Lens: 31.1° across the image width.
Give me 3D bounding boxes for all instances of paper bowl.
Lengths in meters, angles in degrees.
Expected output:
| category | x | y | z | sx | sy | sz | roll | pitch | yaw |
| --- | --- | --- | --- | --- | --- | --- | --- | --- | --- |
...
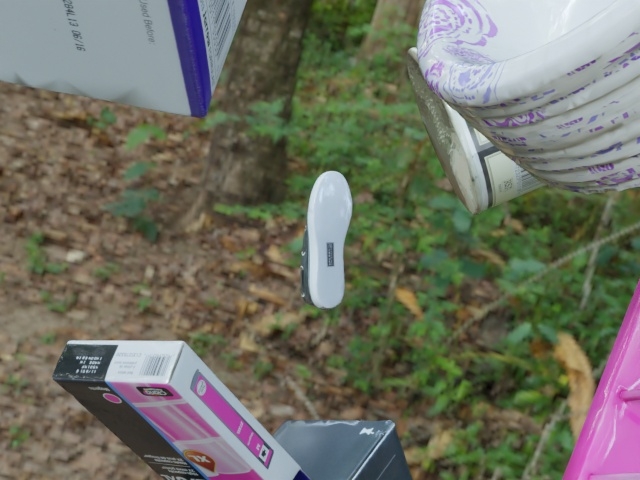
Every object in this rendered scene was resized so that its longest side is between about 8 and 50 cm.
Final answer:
| category | x | y | z | sx | sy | sz | roll | pitch | yaw |
| --- | --- | --- | --- | --- | --- | --- | --- | --- | --- |
| paper bowl | 0.197 | -0.146 | 0.605 | 0.148 | 0.284 | 0.284 | 39 | 6 | -23 |

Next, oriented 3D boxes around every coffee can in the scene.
| category | x | y | z | sx | sy | sz | roll | pitch | yaw |
| --- | --- | --- | --- | --- | --- | --- | --- | --- | --- |
| coffee can | 0.260 | -0.171 | 1.279 | 0.275 | 0.201 | 0.201 | -22 | 20 | -1 |

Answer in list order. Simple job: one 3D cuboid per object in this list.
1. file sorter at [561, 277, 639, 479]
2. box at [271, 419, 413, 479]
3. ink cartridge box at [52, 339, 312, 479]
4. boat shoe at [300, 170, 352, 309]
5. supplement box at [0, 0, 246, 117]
| category | x | y | z | sx | sy | sz | roll | pitch | yaw |
| --- | --- | --- | --- | --- | --- | --- | --- | --- | --- |
| file sorter | 0.343 | 0.090 | 0.794 | 0.202 | 0.290 | 0.182 | 35 | -25 | -16 |
| box | 0.017 | 0.512 | 1.717 | 0.212 | 0.395 | 0.293 | -5 | 23 | 33 |
| ink cartridge box | -0.159 | 0.245 | 1.448 | 0.176 | 0.069 | 0.371 | -3 | -36 | 30 |
| boat shoe | 0.000 | 0.000 | 1.178 | 0.049 | 0.142 | 0.040 | 6 | -4 | -35 |
| supplement box | -0.080 | -0.184 | 0.547 | 0.114 | 0.220 | 0.111 | 12 | -31 | 10 |
